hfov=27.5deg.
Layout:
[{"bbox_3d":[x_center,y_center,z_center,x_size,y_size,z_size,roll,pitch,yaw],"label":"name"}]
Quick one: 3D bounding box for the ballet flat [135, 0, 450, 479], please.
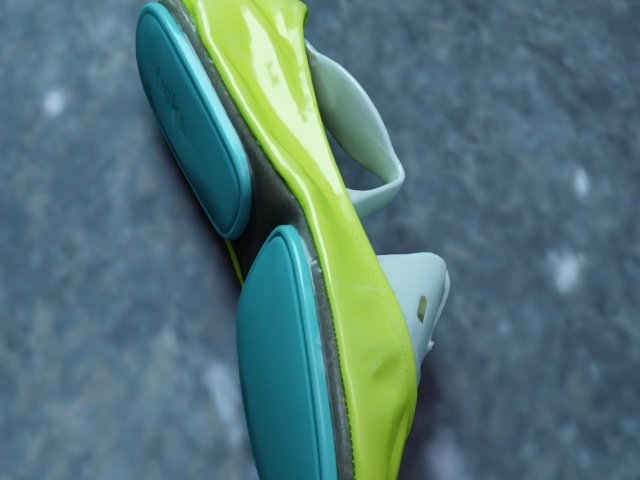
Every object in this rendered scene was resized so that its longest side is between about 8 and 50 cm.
[{"bbox_3d":[0.000,0.000,0.450,0.077,0.077,0.231,-6,59,-25],"label":"ballet flat"}]
